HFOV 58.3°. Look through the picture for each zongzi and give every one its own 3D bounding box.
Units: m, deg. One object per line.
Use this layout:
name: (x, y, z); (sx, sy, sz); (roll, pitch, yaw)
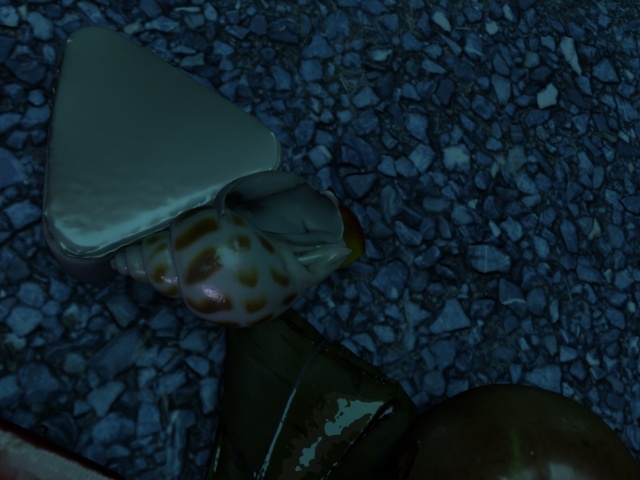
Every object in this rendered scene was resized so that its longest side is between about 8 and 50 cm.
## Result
zongzi: (-0.106, 0.222, 0.760); (0.360, 0.160, 0.323); (39, 77, 19)

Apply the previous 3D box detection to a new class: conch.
conch: (-0.105, 0.017, 0.709); (0.274, 0.148, 0.183); (2, 71, -34)

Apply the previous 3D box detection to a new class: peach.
peach: (0.004, -0.006, 0.856); (0.151, 0.151, 0.118); (23, 83, -10)

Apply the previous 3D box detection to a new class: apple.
apple: (0.230, 0.345, 0.736); (0.338, 0.305, 0.339); (1, 86, -8)

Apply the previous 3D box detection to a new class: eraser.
eraser: (-0.257, -0.087, 0.787); (0.331, 0.150, 0.331); (6, 71, -18)

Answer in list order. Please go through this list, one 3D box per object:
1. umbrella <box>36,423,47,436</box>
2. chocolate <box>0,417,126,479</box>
umbrella: (-0.415, 0.260, 0.706); (0.148, 0.022, 0.022); (-17, 38, -21)
chocolate: (-0.369, 0.326, 0.643); (0.237, 0.108, 0.235); (28, 77, -6)
